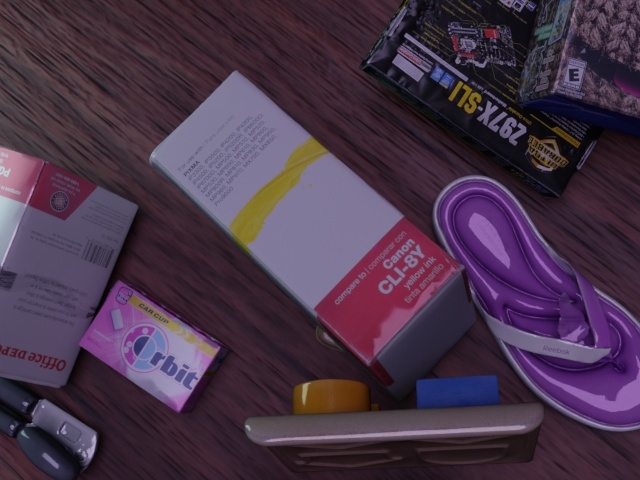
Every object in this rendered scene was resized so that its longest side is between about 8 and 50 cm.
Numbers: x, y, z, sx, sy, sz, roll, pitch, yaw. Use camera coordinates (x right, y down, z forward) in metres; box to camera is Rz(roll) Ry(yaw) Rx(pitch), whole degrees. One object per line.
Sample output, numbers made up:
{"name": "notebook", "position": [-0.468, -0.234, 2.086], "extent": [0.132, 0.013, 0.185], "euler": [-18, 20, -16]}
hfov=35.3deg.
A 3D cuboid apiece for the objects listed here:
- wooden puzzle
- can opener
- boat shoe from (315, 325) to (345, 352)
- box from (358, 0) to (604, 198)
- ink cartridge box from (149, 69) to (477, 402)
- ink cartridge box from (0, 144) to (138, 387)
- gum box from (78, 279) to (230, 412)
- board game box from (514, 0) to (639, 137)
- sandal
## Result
{"name": "wooden puzzle", "position": [0.097, 0.222, 1.212], "extent": [0.322, 0.348, 0.081], "euler": [-4, 72, 8]}
{"name": "can opener", "position": [-0.436, 0.240, 1.420], "extent": [0.280, 0.093, 0.074], "euler": [29, 87, 16]}
{"name": "boat shoe", "position": [0.067, 0.133, 1.381], "extent": [0.153, 0.048, 0.056], "euler": [13, 83, 10]}
{"name": "box", "position": [0.254, -0.249, 1.350], "extent": [0.322, 0.079, 0.257], "euler": [33, 90, -8]}
{"name": "ink cartridge box", "position": [0.000, 0.000, 1.270], "extent": [0.384, 0.279, 0.160], "euler": [42, 86, 20]}
{"name": "ink cartridge box", "position": [-0.398, 0.039, 1.373], "extent": [0.117, 0.207, 0.283], "euler": [18, 83, 30]}
{"name": "gum box", "position": [-0.237, 0.147, 1.415], "extent": [0.188, 0.062, 0.107], "euler": [31, 87, 12]}
{"name": "board game box", "position": [0.405, -0.288, 1.258], "extent": [0.232, 0.141, 0.291], "euler": [13, 91, -8]}
{"name": "sandal", "position": [0.292, 0.087, 1.329], "extent": [0.169, 0.102, 0.416], "euler": [-42, 78, 0]}
